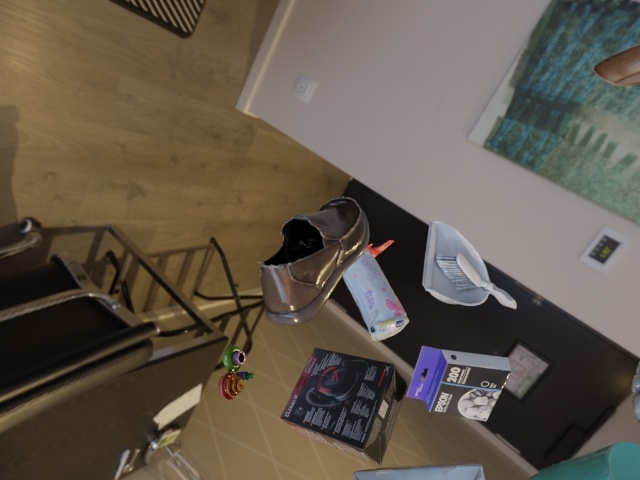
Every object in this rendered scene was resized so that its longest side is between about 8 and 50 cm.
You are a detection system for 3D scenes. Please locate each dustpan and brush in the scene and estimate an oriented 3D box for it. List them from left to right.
[{"bbox_3d":[0.267,0.069,0.704,0.211,0.060,0.147,39,50,-29],"label":"dustpan and brush"}]

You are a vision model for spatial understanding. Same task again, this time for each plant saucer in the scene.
[{"bbox_3d":[0.531,-0.275,0.613,0.198,0.198,0.036,-16,97,-54],"label":"plant saucer"}]

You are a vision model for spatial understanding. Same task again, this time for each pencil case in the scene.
[{"bbox_3d":[0.145,0.154,1.182,0.124,0.273,0.113,-8,144,-25],"label":"pencil case"}]

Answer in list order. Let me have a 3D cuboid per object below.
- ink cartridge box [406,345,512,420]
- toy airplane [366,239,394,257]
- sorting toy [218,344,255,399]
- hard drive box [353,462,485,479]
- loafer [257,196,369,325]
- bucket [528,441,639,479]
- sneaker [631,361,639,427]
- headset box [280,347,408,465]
[{"bbox_3d":[0.336,0.360,1.009,0.045,0.208,0.206,-76,172,-56],"label":"ink cartridge box"},{"bbox_3d":[0.183,0.039,1.425,0.151,0.028,0.151,-28,161,-11],"label":"toy airplane"},{"bbox_3d":[-0.151,0.244,0.751,0.061,0.042,0.102,51,35,-45],"label":"sorting toy"},{"bbox_3d":[0.164,0.403,0.635,0.181,0.089,0.232,-10,150,12],"label":"hard drive box"},{"bbox_3d":[0.000,0.000,0.782,0.366,0.134,0.130,-59,140,-51],"label":"loafer"},{"bbox_3d":[0.524,0.502,0.689,0.281,0.281,0.183,-24,152,-48],"label":"bucket"},{"bbox_3d":[0.257,0.145,0.228,0.292,0.118,0.110,-29,-179,-44],"label":"sneaker"},{"bbox_3d":[0.050,0.418,1.066,0.110,0.293,0.218,55,49,-34],"label":"headset box"}]
